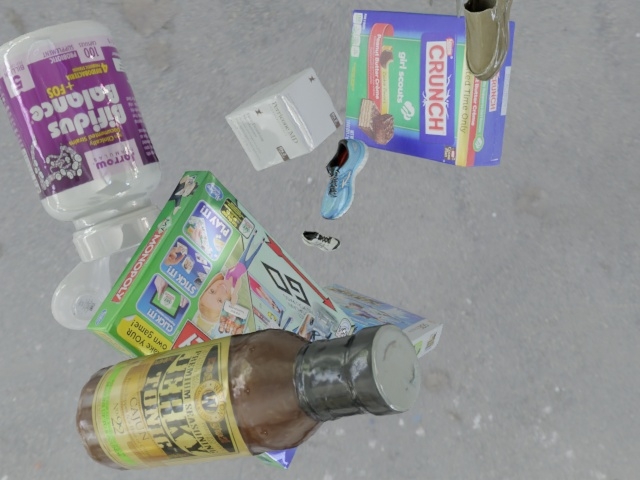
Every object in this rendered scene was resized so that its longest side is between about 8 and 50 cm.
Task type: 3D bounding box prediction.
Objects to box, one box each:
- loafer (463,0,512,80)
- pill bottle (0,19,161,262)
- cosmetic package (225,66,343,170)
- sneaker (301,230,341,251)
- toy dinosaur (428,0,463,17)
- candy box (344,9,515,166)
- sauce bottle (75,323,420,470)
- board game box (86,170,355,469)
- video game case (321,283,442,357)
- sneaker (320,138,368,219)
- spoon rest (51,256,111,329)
[{"bbox_3d":[0.191,-0.260,0.978,0.050,0.056,0.148,-12,117,-35],"label":"loafer"},{"bbox_3d":[-0.318,-0.130,1.142,0.169,0.169,0.302,-19,96,8],"label":"pill bottle"},{"bbox_3d":[-0.082,-0.275,1.906,0.183,0.151,0.151,-14,113,44],"label":"cosmetic package"},{"bbox_3d":[0.000,0.000,1.701,0.083,0.037,0.032,9,67,16],"label":"sneaker"},{"bbox_3d":[0.162,-0.326,0.640,0.313,0.121,0.160,-28,142,35],"label":"toy dinosaur"},{"bbox_3d":[0.199,-0.296,1.599,0.317,0.122,0.268,18,112,43],"label":"candy box"},{"bbox_3d":[-0.074,0.136,0.742,0.344,0.111,0.111,-19,107,35],"label":"sauce bottle"},{"bbox_3d":[-0.097,0.101,0.982,0.046,0.214,0.317,1,144,43],"label":"board game box"},{"bbox_3d":[0.094,0.171,1.743,0.269,0.244,0.061,20,100,21],"label":"video game case"},{"bbox_3d":[0.029,-0.119,1.573,0.063,0.073,0.162,20,93,40],"label":"sneaker"},{"bbox_3d":[-0.522,0.083,1.944,0.137,0.084,0.276,28,94,-34],"label":"spoon rest"}]
